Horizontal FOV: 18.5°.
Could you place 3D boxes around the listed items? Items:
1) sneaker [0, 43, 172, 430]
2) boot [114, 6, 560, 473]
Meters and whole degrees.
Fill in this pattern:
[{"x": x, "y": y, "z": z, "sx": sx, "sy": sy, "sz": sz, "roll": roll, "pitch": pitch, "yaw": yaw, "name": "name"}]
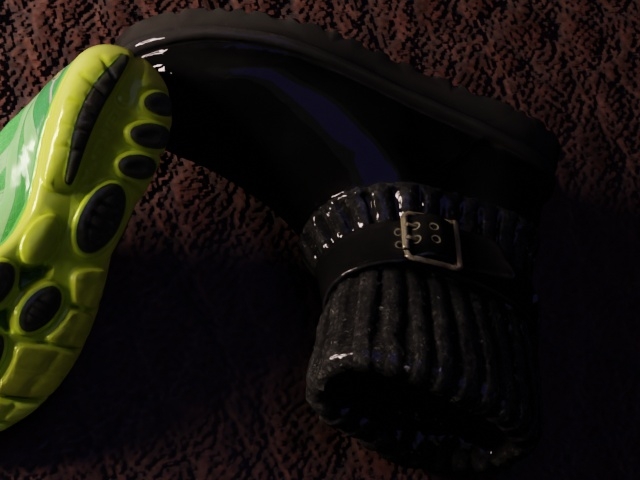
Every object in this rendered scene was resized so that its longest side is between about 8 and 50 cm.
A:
[{"x": -0.196, "y": 0.008, "z": 1.304, "sx": 0.109, "sy": 0.123, "sz": 0.295, "roll": 36, "pitch": 74, "yaw": -21, "name": "sneaker"}, {"x": 0.002, "y": -0.002, "z": 1.339, "sx": 0.348, "sy": 0.131, "sz": 0.260, "roll": 16, "pitch": 59, "yaw": -6, "name": "boot"}]
